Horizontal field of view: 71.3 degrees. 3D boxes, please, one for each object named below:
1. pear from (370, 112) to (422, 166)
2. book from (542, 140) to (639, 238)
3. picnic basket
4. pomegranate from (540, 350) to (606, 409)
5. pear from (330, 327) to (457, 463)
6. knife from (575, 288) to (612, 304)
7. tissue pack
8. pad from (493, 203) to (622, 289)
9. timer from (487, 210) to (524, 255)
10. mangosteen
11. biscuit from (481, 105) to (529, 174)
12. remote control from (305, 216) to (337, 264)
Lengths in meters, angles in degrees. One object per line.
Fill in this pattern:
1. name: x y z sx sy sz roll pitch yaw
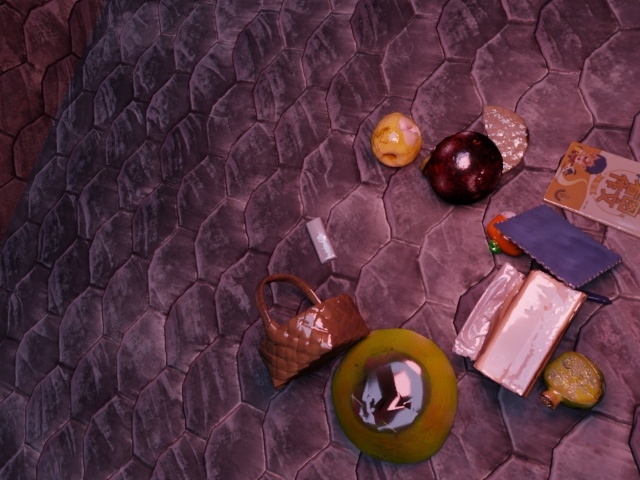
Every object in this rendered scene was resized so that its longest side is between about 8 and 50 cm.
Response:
1. pear: 0.252 -0.335 1.474 0.178 0.178 0.178 -5 75 18
2. book: 0.839 -0.150 1.298 0.295 0.020 0.208 27 85 23
3. picnic basket: -0.064 0.233 1.356 0.337 0.293 0.337 2 93 35
4. pomegranate: 0.654 0.382 1.166 0.169 0.122 0.143 -48 47 -3
5. pear: 0.200 0.448 1.287 0.398 0.165 0.399 -5 75 18
6. knife: 0.748 0.157 1.246 0.121 0.018 0.031 11 47 20
7. tissue pack: 0.523 0.233 1.206 0.238 0.238 0.305 31 89 23
8. pad: 0.645 0.005 1.214 0.269 0.012 0.269 -17 50 -30
9. timer: 0.550 -0.012 1.319 0.136 0.099 0.136 -10 61 19
10. mangosteen: 0.424 -0.231 1.369 0.228 0.228 0.265 -44 37 4
11. biscuit: 0.593 -0.325 1.422 0.133 0.032 0.250 -7 74 18
12. remote control: 0.000 0.000 1.547 0.061 0.029 0.162 -28 69 12
